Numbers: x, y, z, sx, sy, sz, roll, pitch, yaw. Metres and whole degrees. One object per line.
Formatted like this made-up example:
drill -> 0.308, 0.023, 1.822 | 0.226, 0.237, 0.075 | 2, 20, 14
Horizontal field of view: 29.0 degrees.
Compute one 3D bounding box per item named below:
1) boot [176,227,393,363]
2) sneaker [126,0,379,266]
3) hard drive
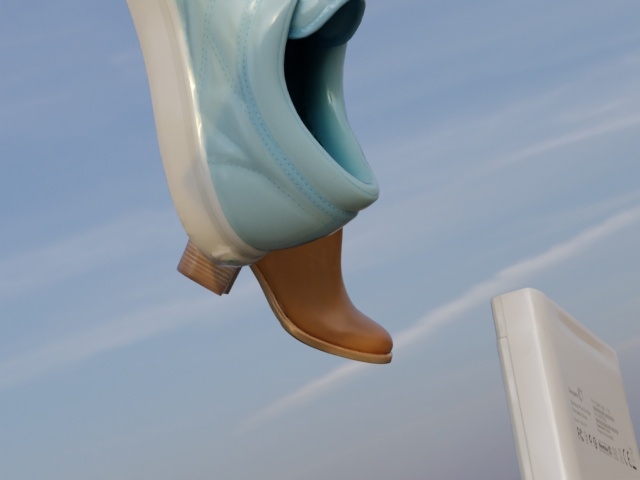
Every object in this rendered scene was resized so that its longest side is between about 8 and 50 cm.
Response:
boot -> 0.000, 0.000, 0.985 | 0.152, 0.197, 0.073 | -61, 8, 3
sneaker -> -0.043, -0.174, 0.817 | 0.150, 0.366, 0.135 | -14, 2, 25
hard drive -> 0.190, 0.204, 0.833 | 0.040, 0.308, 0.203 | -18, -26, 24
